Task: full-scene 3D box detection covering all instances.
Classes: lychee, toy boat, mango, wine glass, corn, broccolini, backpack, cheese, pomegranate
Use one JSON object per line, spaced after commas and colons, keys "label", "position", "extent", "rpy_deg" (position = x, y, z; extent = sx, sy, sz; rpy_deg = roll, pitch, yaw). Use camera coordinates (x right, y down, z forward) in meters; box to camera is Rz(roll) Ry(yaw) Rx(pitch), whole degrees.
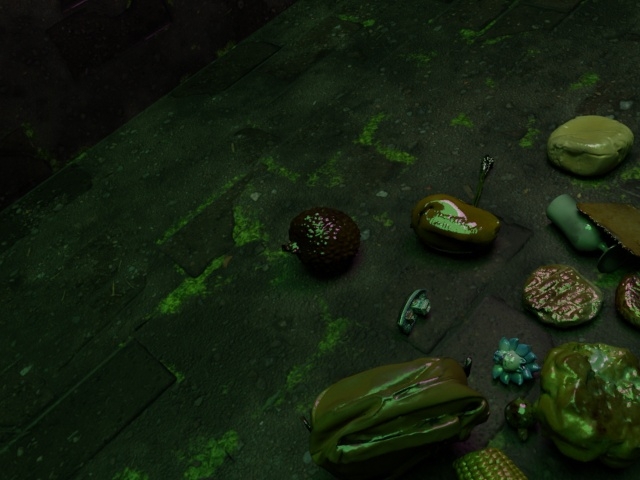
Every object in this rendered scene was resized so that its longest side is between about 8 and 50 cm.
{"label": "lychee", "position": [0.000, 0.000, 1.804], "extent": [0.238, 0.200, 0.200], "rpy_deg": [-17, 43, -18]}
{"label": "toy boat", "position": [0.250, 0.180, 1.638], "extent": [0.066, 0.059, 0.140], "rpy_deg": [3, 47, 36]}
{"label": "mango", "position": [0.376, -0.048, 1.753], "extent": [0.248, 0.156, 0.151], "rpy_deg": [10, 16, 25]}
{"label": "wine glass", "position": [0.700, -0.024, 1.654], "extent": [0.103, 0.103, 0.231], "rpy_deg": [-24, 43, -5]}
{"label": "corn", "position": [0.395, 0.552, 1.187], "extent": [0.143, 0.144, 0.387], "rpy_deg": [-28, 48, -9]}
{"label": "broccolini", "position": [0.488, -0.177, 1.920], "extent": [0.042, 0.044, 0.218], "rpy_deg": [19, 61, 13]}
{"label": "backpack", "position": [0.159, 0.370, 1.310], "extent": [0.377, 0.354, 0.201], "rpy_deg": [-19, 58, 0]}
{"label": "cheese", "position": [0.799, -0.292, 1.866], "extent": [0.214, 0.117, 0.225], "rpy_deg": [-38, 43, -26]}
{"label": "pomegranate", "position": [0.437, 0.390, 1.378], "extent": [0.073, 0.073, 0.085], "rpy_deg": [21, 73, 33]}

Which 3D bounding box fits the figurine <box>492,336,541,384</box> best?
{"label": "figurine", "position": [0.458, 0.285, 1.458], "extent": [0.114, 0.079, 0.114], "rpy_deg": [-11, 67, 27]}

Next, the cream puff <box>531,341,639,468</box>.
{"label": "cream puff", "position": [0.555, 0.339, 1.302], "extent": [0.281, 0.185, 0.282], "rpy_deg": [8, 55, -12]}

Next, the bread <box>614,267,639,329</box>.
{"label": "bread", "position": [0.801, 0.142, 1.494], "extent": [0.193, 0.064, 0.193], "rpy_deg": [-6, 52, 8]}

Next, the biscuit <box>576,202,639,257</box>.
{"label": "biscuit", "position": [0.801, -0.031, 1.606], "extent": [0.236, 0.013, 0.232], "rpy_deg": [-2, 38, -28]}

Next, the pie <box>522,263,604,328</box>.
{"label": "pie", "position": [0.601, 0.140, 1.571], "extent": [0.195, 0.046, 0.195], "rpy_deg": [-9, 45, 9]}
